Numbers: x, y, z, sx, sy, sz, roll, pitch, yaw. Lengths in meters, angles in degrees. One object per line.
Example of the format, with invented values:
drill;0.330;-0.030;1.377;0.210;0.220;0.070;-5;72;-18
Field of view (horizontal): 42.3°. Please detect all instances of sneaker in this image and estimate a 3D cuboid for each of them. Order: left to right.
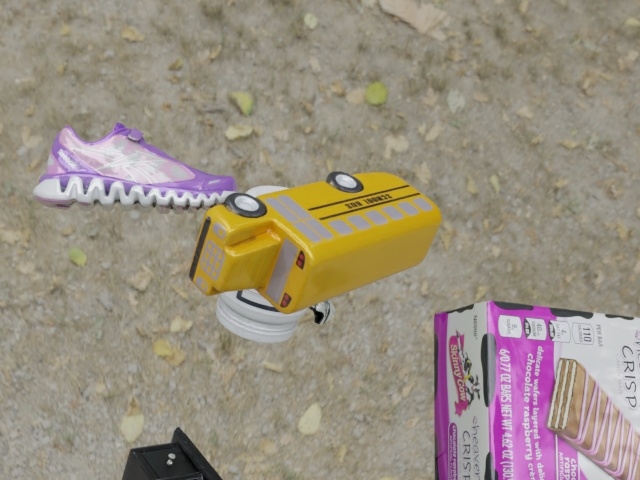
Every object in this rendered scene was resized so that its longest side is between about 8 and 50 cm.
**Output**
sneaker;-0.214;-0.086;0.980;0.236;0.095;0.104;3;82;-16
sneaker;-0.001;0.087;1.217;0.032;0.083;0.037;9;34;45

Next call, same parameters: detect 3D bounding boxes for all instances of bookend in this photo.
bookend;-0.207;0.308;0.998;0.156;0.072;0.157;3;23;-41

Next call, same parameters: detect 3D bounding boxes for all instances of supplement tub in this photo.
supplement tub;-0.094;0.045;1.641;0.191;0.272;0.191;16;22;-7

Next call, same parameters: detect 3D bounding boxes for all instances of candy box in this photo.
candy box;0.198;0.135;0.597;0.233;0.071;0.159;7;75;-24

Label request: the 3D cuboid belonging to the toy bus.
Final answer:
toy bus;0.000;0.000;1.040;0.130;0.108;0.333;41;36;27
